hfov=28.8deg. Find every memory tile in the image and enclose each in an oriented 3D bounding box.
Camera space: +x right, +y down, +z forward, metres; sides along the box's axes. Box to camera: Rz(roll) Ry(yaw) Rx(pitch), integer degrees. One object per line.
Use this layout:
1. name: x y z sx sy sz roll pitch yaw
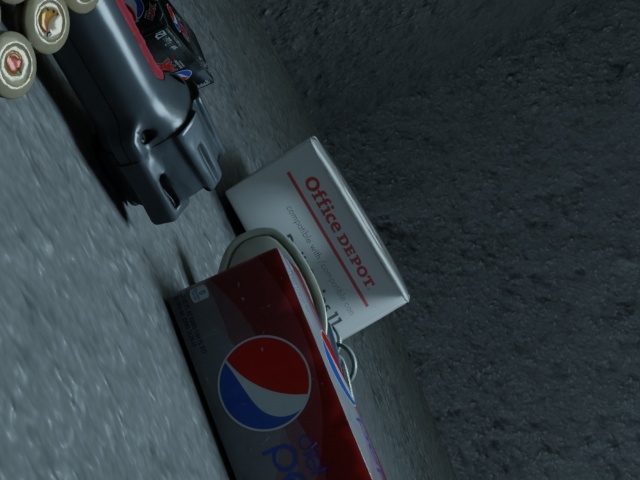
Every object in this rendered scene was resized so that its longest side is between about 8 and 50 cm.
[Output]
1. memory tile: -0.159 -0.159 0.678 0.148 0.012 0.113 -63 144 -32

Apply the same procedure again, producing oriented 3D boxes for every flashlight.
1. flashlight: -0.150 -0.158 0.802 0.103 0.103 0.304 37 -20 46

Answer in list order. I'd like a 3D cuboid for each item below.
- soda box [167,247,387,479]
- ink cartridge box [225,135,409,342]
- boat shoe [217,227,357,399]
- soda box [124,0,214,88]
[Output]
1. soda box: -0.013 0.145 0.871 0.083 0.092 0.263 53 14 -75
2. ink cartridge box: 0.000 0.000 1.404 0.207 0.119 0.353 59 3 -1
3. boat shoe: -0.016 0.115 0.974 0.079 0.095 0.255 45 24 -73
4. soda box: -0.152 -0.187 1.165 0.169 0.053 0.060 49 18 -77
